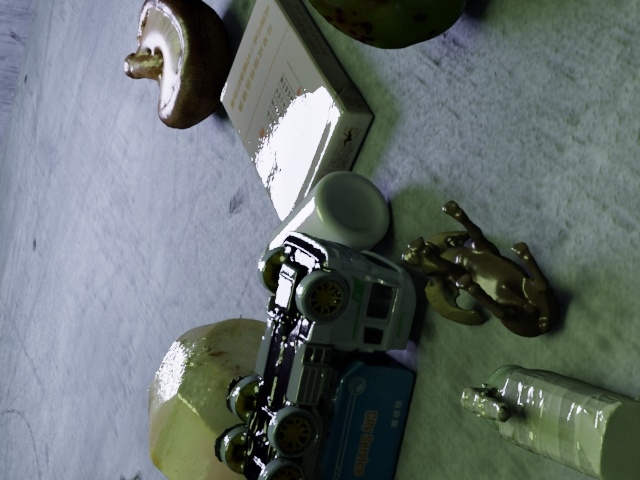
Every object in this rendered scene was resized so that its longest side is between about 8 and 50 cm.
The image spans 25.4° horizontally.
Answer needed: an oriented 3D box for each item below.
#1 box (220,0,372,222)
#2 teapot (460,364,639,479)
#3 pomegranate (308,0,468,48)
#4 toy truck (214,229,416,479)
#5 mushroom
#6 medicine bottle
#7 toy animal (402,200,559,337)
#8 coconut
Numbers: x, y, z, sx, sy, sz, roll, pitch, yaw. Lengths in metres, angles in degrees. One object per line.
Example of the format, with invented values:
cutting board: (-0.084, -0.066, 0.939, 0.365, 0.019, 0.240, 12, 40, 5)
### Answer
box: (-0.042, -0.182, 1.938, 0.205, 0.051, 0.365, -66, 30, 28)
teapot: (0.208, 0.162, 1.271, 0.200, 0.107, 0.077, -167, 82, -64)
pomegranate: (0.078, -0.320, 1.593, 0.248, 0.202, 0.202, -75, 5, -64)
toy truck: (-0.003, 0.180, 1.619, 0.146, 0.175, 0.367, 29, 110, 61)
mushroom: (-0.208, -0.290, 2.236, 0.194, 0.138, 0.231, -27, 69, 44)
medicine bottle: (0.000, 0.000, 1.745, 0.187, 0.102, 0.103, -46, 43, 51)
toy animal: (0.152, 0.037, 1.422, 0.094, 0.186, 0.214, -51, 53, -2)
coconut: (-0.114, 0.224, 1.794, 0.241, 0.241, 0.241, -28, 58, 59)
